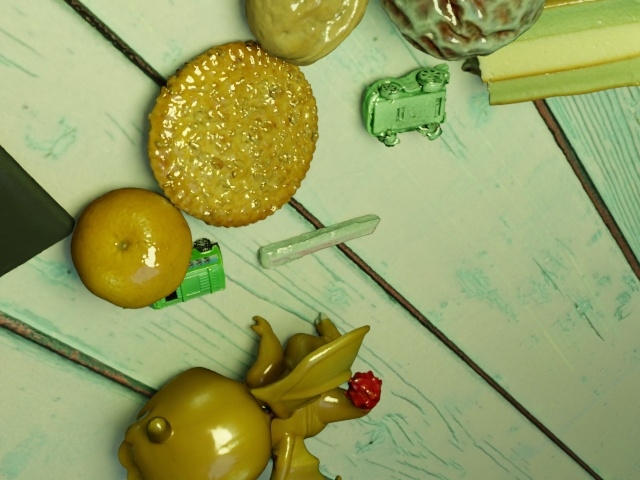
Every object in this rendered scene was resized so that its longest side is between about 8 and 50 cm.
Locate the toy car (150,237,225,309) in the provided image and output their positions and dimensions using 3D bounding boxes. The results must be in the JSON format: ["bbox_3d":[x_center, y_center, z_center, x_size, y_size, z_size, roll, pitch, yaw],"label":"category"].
[{"bbox_3d":[-0.216,0.056,1.088,0.165,0.062,0.071,-16,130,-18],"label":"toy car"}]

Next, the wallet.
[{"bbox_3d":[-0.426,-0.060,0.902,0.149,0.044,0.250,-33,133,2],"label":"wallet"}]

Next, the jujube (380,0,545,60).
[{"bbox_3d":[0.154,-0.363,0.838,0.226,0.226,0.317,-28,137,-7],"label":"jujube"}]

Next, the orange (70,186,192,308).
[{"bbox_3d":[-0.245,0.010,0.988,0.158,0.159,0.136,-32,176,-4],"label":"orange"}]

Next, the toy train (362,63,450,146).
[{"bbox_3d":[0.129,-0.200,1.082,0.149,0.081,0.099,-13,129,-13],"label":"toy train"}]

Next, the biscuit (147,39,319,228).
[{"bbox_3d":[-0.104,-0.134,0.986,0.253,0.035,0.254,-16,118,-33],"label":"biscuit"}]

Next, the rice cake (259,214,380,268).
[{"bbox_3d":[0.000,-0.001,1.186,0.207,0.033,0.033,-18,121,-18],"label":"rice cake"}]

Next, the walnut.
[{"bbox_3d":[-0.016,-0.290,0.892,0.166,0.149,0.167,-42,159,-20],"label":"walnut"}]

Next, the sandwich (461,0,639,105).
[{"bbox_3d":[0.305,-0.275,1.016,0.198,0.227,0.155,-30,132,-6],"label":"sandwich"}]

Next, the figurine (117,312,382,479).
[{"bbox_3d":[-0.101,0.269,1.177,0.387,0.268,0.401,-20,143,-33],"label":"figurine"}]
